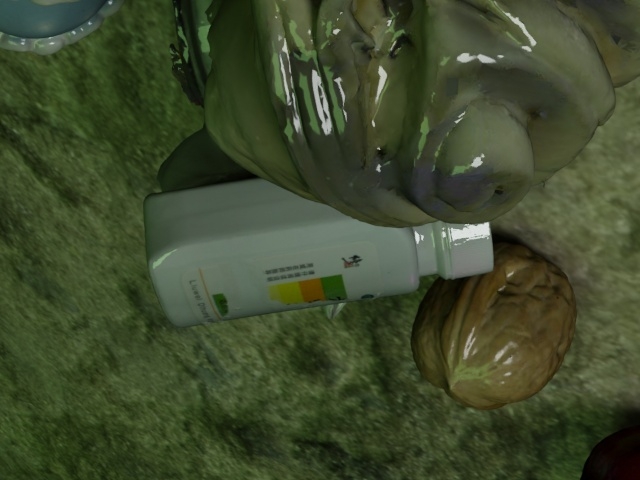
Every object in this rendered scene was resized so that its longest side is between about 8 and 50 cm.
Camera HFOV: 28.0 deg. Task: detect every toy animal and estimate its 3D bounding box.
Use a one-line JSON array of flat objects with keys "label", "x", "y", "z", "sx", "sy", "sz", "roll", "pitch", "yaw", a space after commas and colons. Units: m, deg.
[{"label": "toy animal", "x": -0.281, "y": -0.279, "z": 1.208, "sx": 0.208, "sy": 0.156, "sz": 0.204, "roll": 33, "pitch": 162, "yaw": -6}]

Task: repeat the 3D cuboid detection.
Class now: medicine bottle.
[{"label": "medicine bottle", "x": 0.000, "y": 0.000, "z": 1.145, "sx": 0.296, "sy": 0.111, "sz": 0.161, "roll": -9, "pitch": 153, "yaw": 0}]

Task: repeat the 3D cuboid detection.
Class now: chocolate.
[{"label": "chocolate", "x": -0.035, "y": -0.200, "z": 1.112, "sx": 0.147, "sy": 0.221, "sz": 0.221, "roll": 5, "pitch": 139, "yaw": 12}]

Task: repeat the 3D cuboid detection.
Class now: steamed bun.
[{"label": "steamed bun", "x": 0.081, "y": -0.143, "z": 0.918, "sx": 0.352, "sy": 0.247, "sz": 0.339, "roll": -6, "pitch": 136, "yaw": 2}]

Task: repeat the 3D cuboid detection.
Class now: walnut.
[{"label": "walnut", "x": 0.169, "y": 0.088, "z": 1.274, "sx": 0.155, "sy": 0.184, "sz": 0.155, "roll": 20, "pitch": 138, "yaw": 19}]

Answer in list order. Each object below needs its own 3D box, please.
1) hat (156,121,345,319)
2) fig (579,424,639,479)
[{"label": "hat", "x": 0.005, "y": -0.073, "z": 1.272, "sx": 0.301, "sy": 0.168, "sz": 0.258, "roll": -26, "pitch": 140, "yaw": 27}, {"label": "fig", "x": 0.382, "y": 0.316, "z": 1.352, "sx": 0.263, "sy": 0.224, "sz": 0.224, "roll": 40, "pitch": 147, "yaw": -20}]
